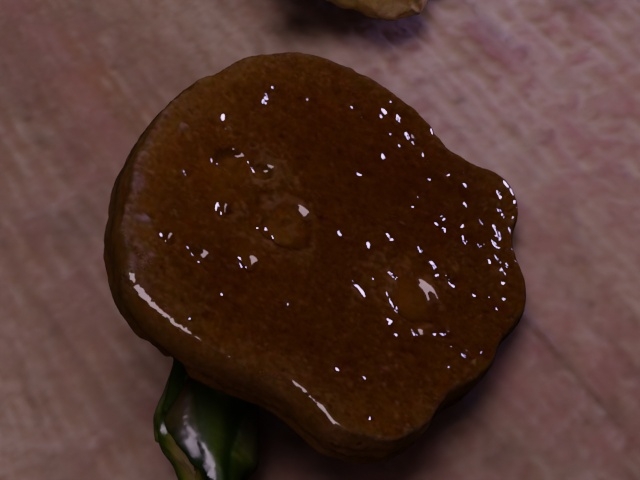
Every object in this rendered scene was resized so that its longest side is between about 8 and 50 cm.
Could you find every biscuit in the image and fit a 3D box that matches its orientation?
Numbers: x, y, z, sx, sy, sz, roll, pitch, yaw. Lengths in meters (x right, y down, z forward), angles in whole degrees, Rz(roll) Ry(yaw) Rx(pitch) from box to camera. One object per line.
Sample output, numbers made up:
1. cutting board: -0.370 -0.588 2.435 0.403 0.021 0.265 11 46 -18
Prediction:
1. biscuit: -0.001 0.001 1.119 0.257 0.049 0.273 32 47 3

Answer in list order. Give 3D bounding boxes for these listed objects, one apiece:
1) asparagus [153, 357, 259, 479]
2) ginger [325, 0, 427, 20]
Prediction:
1. asparagus: -0.061 0.048 1.137 0.080 0.080 0.287 2 49 13
2. ginger: 0.021 -0.251 1.344 0.157 0.102 0.216 7 53 8
